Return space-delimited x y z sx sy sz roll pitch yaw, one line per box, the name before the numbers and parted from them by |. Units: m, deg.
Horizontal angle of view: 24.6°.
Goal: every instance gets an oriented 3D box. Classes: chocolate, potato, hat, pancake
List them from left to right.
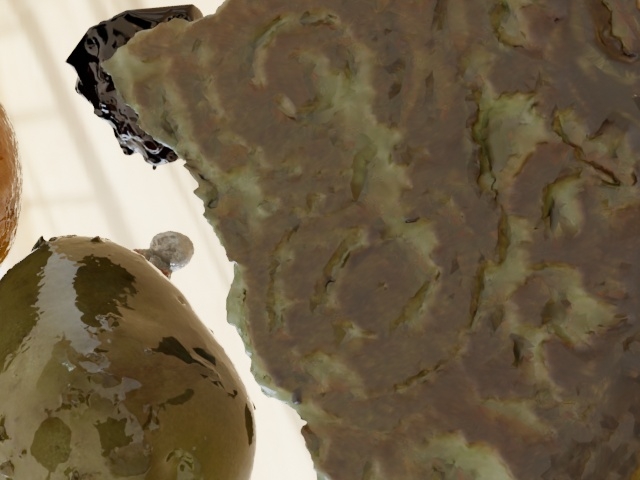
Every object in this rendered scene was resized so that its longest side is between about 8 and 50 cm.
potato | -0.193 0.145 1.377 0.219 0.269 0.359 -48 35 23
hat | -0.212 0.049 1.708 0.093 0.162 0.112 -15 114 47
chocolate | -0.159 -0.140 1.441 0.156 0.156 0.133 -33 74 50
pancake | 0.072 0.003 0.797 0.067 0.304 0.427 169 83 -84

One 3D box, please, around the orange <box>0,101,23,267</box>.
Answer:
orange | -0.455 -0.061 1.515 0.312 0.312 0.312 20 116 46
